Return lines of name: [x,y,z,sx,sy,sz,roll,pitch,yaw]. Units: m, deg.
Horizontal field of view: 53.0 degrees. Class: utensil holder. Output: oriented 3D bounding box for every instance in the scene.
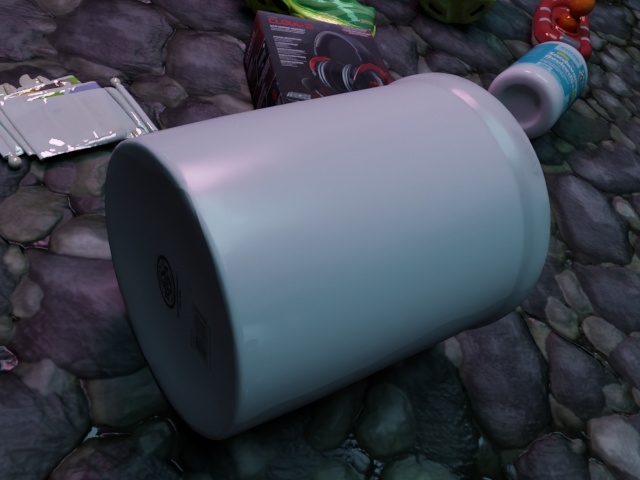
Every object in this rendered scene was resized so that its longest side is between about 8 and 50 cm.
utensil holder: [0.000,0.000,0.719,0.386,0.327,0.327,-17,61,-32]

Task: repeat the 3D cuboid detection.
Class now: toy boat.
toy boat: [0.613,-0.542,1.576,0.151,0.151,0.231,23,46,-6]

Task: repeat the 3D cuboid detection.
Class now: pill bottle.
pill bottle: [0.455,-0.319,1.317,0.146,0.146,0.264,40,47,10]

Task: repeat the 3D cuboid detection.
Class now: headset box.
headset box: [0.000,-0.260,1.081,0.218,0.110,0.293,2,52,-23]

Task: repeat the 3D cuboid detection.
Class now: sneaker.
sneaker: [-0.027,-0.461,1.230,0.296,0.109,0.123,26,68,-13]

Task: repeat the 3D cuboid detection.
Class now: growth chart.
growth chart: [-0.361,-0.178,0.906,0.237,0.021,0.172,-18,61,-35]

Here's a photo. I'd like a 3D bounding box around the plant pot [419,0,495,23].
plant pot: [0.331,-0.651,1.489,0.276,0.276,0.253,21,59,-7]
